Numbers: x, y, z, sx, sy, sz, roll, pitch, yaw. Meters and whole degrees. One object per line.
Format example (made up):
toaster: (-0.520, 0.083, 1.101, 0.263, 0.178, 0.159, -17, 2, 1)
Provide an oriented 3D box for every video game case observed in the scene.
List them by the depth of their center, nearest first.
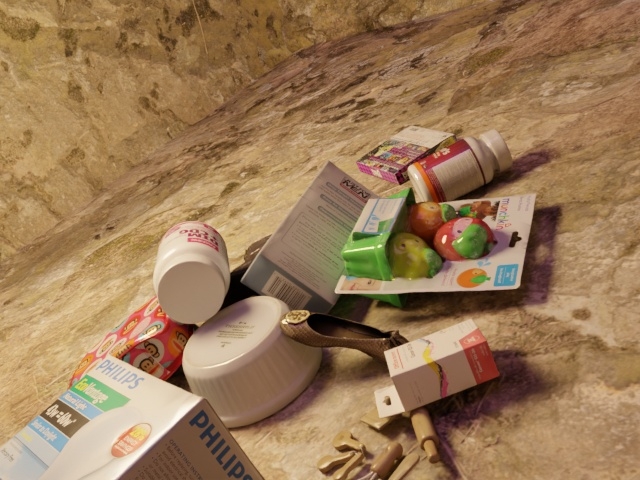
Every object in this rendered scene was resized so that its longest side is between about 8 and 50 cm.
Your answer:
video game case: (0.237, -0.243, 2.065, 0.210, 0.042, 0.232, -34, 25, -14)

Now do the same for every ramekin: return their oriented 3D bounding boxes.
ramekin: (-0.143, 0.222, 1.439, 0.272, 0.127, 0.273, -23, 25, 11)

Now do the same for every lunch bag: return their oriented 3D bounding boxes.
lunch bag: (-0.414, 0.246, 1.627, 0.293, 0.120, 0.258, -39, 23, 6)

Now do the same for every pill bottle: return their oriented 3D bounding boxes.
pill bottle: (-0.275, 0.066, 1.592, 0.160, 0.160, 0.283, -28, 18, -1)
pill bottle: (0.326, -0.167, 1.731, 0.221, 0.121, 0.121, -27, 24, 2)

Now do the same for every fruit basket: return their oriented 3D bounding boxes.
fruit basket: (0.231, -0.005, 1.465, 0.353, 0.165, 0.327, -9, 30, 28)

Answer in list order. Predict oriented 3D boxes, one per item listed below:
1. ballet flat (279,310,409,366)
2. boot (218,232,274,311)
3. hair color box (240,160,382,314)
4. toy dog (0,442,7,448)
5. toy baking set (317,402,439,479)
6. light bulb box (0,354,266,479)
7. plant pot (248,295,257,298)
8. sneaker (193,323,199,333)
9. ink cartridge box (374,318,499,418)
ballet flat: (0.044, 0.163, 1.324, 0.249, 0.058, 0.084, 15, 36, 18)
boot: (-0.170, 0.069, 1.841, 0.262, 0.091, 0.229, -27, 18, -1)
hair color box: (0.000, 0.000, 1.629, 0.114, 0.185, 0.374, -54, 2, 44)
toy dog: (-0.646, 0.497, 1.382, 0.333, 0.220, 0.161, -25, 55, 23)
toy baking set: (0.090, 0.331, 1.110, 0.196, 0.030, 0.256, -33, 18, 3)
light bulb box: (-0.340, 0.405, 1.164, 0.361, 0.225, 0.357, -43, 28, -29)
plant pot: (-0.113, 0.162, 1.597, 0.079, 0.083, 0.083, 2, 36, 28)
sneaker: (-0.284, 0.244, 1.643, 0.061, 0.054, 0.152, -42, 21, 6)
ink cartridge box: (0.171, 0.204, 1.185, 0.198, 0.067, 0.115, -22, 10, 3)
